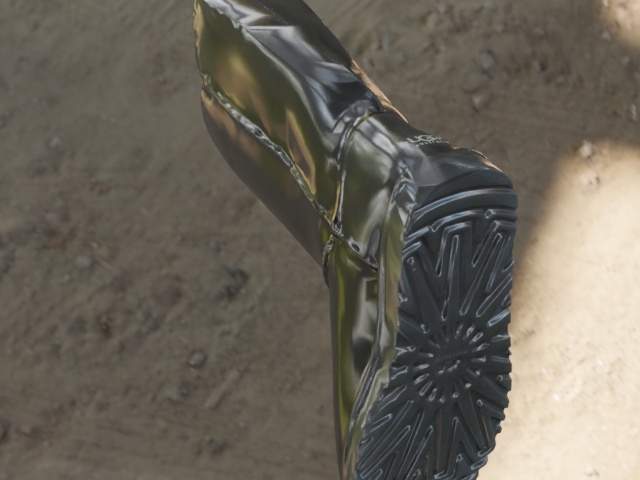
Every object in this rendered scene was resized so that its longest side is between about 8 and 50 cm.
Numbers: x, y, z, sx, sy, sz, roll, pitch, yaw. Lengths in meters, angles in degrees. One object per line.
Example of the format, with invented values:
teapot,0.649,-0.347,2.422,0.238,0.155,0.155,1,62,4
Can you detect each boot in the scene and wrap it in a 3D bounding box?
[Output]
boot,0.001,-0.002,1.312,0.445,0.146,0.367,44,133,49
